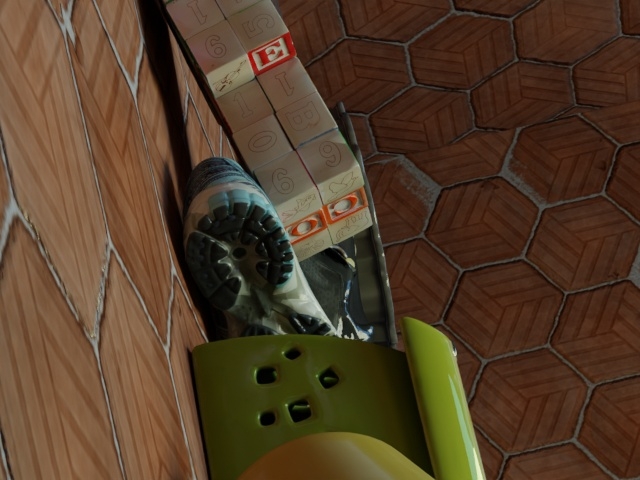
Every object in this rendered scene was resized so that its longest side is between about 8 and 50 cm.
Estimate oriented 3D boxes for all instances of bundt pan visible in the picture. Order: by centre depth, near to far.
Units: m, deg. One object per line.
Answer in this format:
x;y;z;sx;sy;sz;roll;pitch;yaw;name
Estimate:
0.000;0.000;2.226;0.331;0.124;0.330;169;-90;-87;bundt pan

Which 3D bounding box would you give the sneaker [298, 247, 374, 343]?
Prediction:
-0.024;0.029;1.718;0.234;0.106;0.078;62;-26;17;sneaker

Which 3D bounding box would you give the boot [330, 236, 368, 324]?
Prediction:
0.002;0.108;1.887;0.377;0.138;0.284;79;0;-75;boot

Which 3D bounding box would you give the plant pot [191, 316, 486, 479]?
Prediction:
0.031;0.196;1.451;0.227;0.207;0.228;68;9;-66;plant pot

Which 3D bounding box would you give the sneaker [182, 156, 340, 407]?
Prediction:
-0.050;0.044;1.579;0.122;0.110;0.283;-108;-177;-51;sneaker

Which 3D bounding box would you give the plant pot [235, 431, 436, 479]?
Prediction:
0.033;0.254;1.178;0.239;0.254;0.254;-130;-159;-59;plant pot

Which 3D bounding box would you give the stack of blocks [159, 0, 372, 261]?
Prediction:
-0.062;-0.146;1.649;0.297;0.087;0.171;62;-4;24;stack of blocks
